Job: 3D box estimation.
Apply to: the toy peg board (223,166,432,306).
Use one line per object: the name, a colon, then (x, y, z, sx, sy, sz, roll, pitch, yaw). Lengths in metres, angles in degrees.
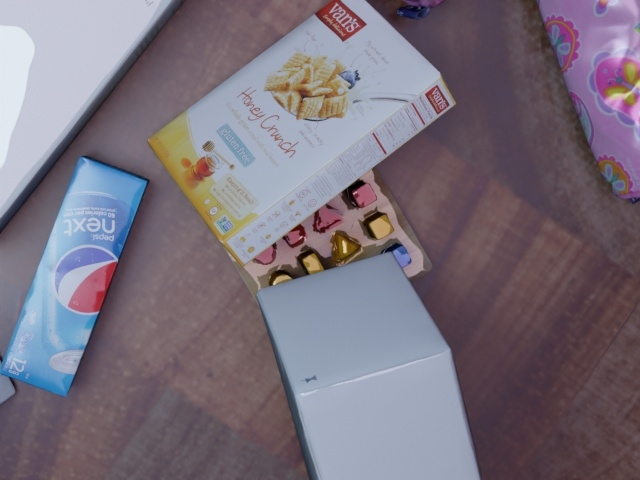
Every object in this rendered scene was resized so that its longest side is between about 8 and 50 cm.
toy peg board: (0.000, 0.000, 1.573, 0.161, 0.079, 0.161, -30, 95, -2)

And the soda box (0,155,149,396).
soda box: (-0.223, 0.031, 1.560, 0.067, 0.071, 0.210, 20, 91, -5)

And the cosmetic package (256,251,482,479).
cosmetic package: (0.049, 0.162, 1.486, 0.138, 0.224, 0.225, -18, 113, -4)

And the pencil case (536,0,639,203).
pencil case: (0.280, -0.177, 1.570, 0.124, 0.124, 0.284, -23, 96, -3)

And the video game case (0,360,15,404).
video game case: (-0.368, 0.081, 1.480, 0.026, 0.227, 0.206, -24, 96, 23)

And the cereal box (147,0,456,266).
cereal box: (-0.020, -0.106, 1.527, 0.240, 0.173, 0.047, -38, 135, -2)

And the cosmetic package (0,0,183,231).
cosmetic package: (-0.263, -0.186, 1.502, 0.197, 0.155, 0.365, 40, 90, -5)

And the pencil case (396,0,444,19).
pencil case: (0.168, -0.380, 1.525, 0.167, 0.160, 0.386, 44, 88, -5)
